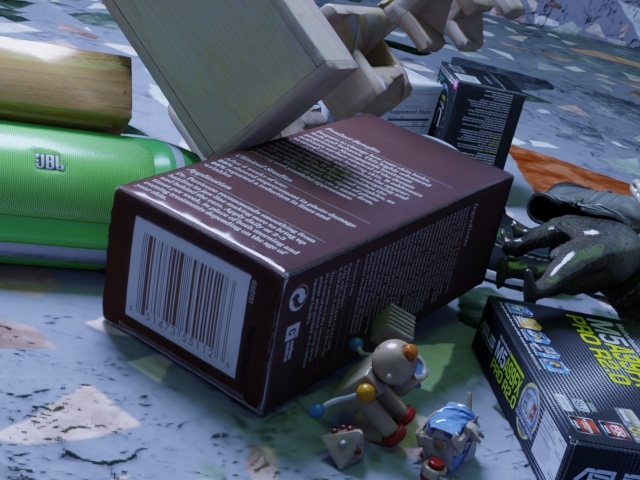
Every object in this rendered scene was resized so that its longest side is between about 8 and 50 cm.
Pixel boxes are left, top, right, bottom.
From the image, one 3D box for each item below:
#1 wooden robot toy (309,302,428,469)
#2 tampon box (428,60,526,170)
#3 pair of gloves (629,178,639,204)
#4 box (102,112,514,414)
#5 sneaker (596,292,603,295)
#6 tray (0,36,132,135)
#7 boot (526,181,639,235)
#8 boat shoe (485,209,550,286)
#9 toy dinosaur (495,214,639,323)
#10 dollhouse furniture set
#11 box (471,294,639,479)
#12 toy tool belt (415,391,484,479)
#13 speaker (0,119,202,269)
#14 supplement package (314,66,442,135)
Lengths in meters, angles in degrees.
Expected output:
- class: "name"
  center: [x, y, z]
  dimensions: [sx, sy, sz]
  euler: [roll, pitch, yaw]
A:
- class: "wooden robot toy"
  center: [0.059, 0.107, 0.900]
  dimensions: [0.076, 0.079, 0.173]
  euler: [42, 37, -4]
- class: "tampon box"
  center: [0.206, -0.154, 1.590]
  dimensions: [0.101, 0.161, 0.120]
  euler: [11, 20, -11]
- class: "pair of gloves"
  center: [0.467, 0.020, 1.254]
  dimensions: [0.204, 0.042, 0.240]
  euler: [5, 38, -24]
- class: "box"
  center: [0.000, 0.000, 1.051]
  dimensions: [0.191, 0.143, 0.381]
  euler: [27, 31, 29]
- class: "sneaker"
  center: [0.413, 0.050, 1.333]
  dimensions: [0.235, 0.090, 0.095]
  euler: [27, 14, 25]
- class: "tray"
  center: [-0.406, -0.129, 1.074]
  dimensions: [0.411, 0.076, 0.203]
  euler: [6, -21, -24]
- class: "boot"
  center: [0.395, -0.018, 1.468]
  dimensions: [0.247, 0.083, 0.161]
  euler: [12, 11, 15]
- class: "boat shoe"
  center: [0.160, -0.031, 1.344]
  dimensions: [0.303, 0.091, 0.114]
  euler: [20, 21, 12]
- class: "toy dinosaur"
  center: [0.272, 0.015, 1.168]
  dimensions: [0.160, 0.121, 0.313]
  euler: [-10, -17, 22]
- class: "dollhouse furniture set"
  center: [-0.038, -0.242, 1.212]
  dimensions: [0.256, 0.362, 0.394]
  euler: [57, 25, 6]
- class: "box"
  center: [0.273, 0.148, 1.012]
  dimensions: [0.216, 0.060, 0.270]
  euler: [11, 21, -10]
- class: "toy tool belt"
  center: [0.102, 0.153, 0.892]
  dimensions: [0.052, 0.051, 0.083]
  euler: [21, 22, 15]
- class: "speaker"
  center: [-0.262, -0.044, 1.040]
  dimensions: [0.297, 0.131, 0.131]
  euler: [5, 23, -24]
- class: "supplement package"
  center: [-0.004, -0.199, 1.585]
  dimensions: [0.204, 0.145, 0.262]
  euler: [-5, 28, -42]
